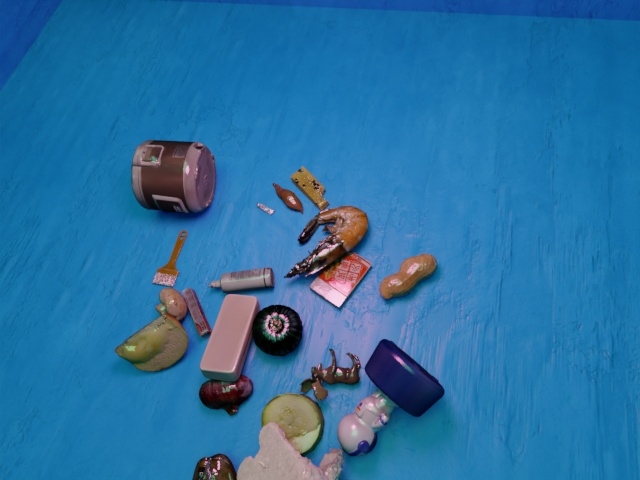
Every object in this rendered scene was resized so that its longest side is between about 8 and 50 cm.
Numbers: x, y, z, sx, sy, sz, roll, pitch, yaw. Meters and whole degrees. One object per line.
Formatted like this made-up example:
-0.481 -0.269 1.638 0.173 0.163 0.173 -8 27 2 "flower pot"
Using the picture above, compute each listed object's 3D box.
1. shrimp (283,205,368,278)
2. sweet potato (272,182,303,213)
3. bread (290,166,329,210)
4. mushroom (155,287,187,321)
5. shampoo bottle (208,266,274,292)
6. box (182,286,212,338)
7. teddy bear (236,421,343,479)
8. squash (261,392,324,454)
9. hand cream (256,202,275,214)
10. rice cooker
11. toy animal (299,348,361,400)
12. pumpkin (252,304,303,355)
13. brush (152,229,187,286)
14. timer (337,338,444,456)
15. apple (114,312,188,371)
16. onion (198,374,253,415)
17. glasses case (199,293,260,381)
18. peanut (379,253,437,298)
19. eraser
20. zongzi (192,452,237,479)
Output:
0.000 0.000 1.924 0.445 0.085 0.272 -42 49 -16 "shrimp"
-0.152 -0.202 2.077 0.068 0.068 0.226 -40 64 -12 "sweet potato"
-0.038 -0.236 2.085 0.088 0.049 0.226 -39 65 -12 "bread"
-0.603 0.263 1.866 0.112 0.148 0.148 -34 63 -27 "mushroom"
-0.325 0.167 1.903 0.262 0.085 0.085 -7 63 5 "shampoo bottle"
-0.502 0.294 1.882 0.039 0.055 0.218 -29 62 -5 "box"
-0.023 0.822 1.495 0.375 0.362 0.328 17 69 50 "teddy bear"
-0.094 0.644 1.612 0.219 0.133 0.220 -1 68 3 "squash"
-0.250 -0.144 2.091 0.093 0.019 0.030 30 69 14 "hand cream"
-0.657 -0.283 2.039 0.324 0.335 0.336 5 64 6 "rice cooker"
0.038 0.492 1.683 0.214 0.094 0.186 9 73 4 "toy animal"
-0.164 0.340 1.761 0.201 0.140 0.202 0 65 1 "pumpkin"
-0.647 0.073 2.037 0.103 0.013 0.273 8 64 12 "brush"
0.202 0.560 1.566 0.270 0.270 0.384 39 90 23 "timer"
-0.633 0.403 1.807 0.264 0.120 0.193 -36 104 6 "apple"
-0.352 0.561 1.700 0.205 0.098 0.151 -18 61 -2 "onion"
-0.339 0.364 1.763 0.143 0.076 0.337 4 48 11 "glasses case"
0.344 0.142 1.813 0.263 0.101 0.117 -39 40 -9 "peanut"
0.082 0.148 1.880 0.157 0.038 0.230 32 71 21 "eraser"
-0.252 0.874 1.503 0.359 0.160 0.323 2 62 0 "zongzi"
